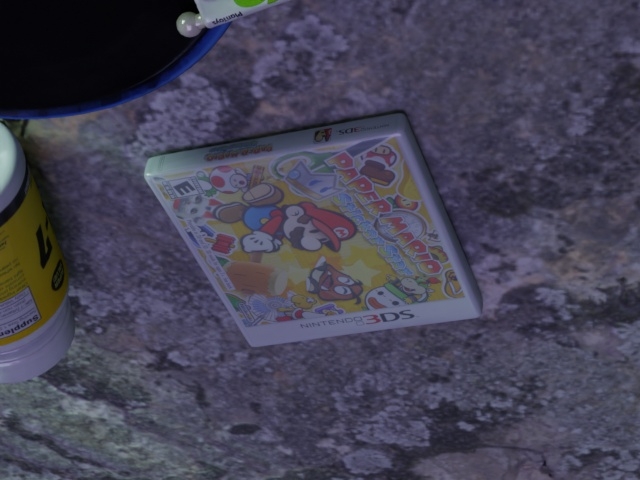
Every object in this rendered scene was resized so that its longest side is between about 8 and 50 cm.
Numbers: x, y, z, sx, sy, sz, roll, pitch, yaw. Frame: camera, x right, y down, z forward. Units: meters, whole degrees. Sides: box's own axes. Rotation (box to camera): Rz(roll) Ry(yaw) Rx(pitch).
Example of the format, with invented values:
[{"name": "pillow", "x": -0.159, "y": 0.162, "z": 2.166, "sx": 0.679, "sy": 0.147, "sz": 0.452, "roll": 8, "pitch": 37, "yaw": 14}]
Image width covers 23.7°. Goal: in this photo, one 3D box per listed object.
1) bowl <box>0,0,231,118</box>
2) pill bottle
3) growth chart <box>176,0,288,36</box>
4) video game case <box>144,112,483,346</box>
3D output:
[{"name": "bowl", "x": -0.215, "y": -0.224, "z": 0.924, "sx": 0.391, "sy": 0.077, "sz": 0.391, "roll": 4, "pitch": 141, "yaw": 3}, {"name": "pill bottle", "x": -0.262, "y": 0.012, "z": 1.180, "sx": 0.119, "sy": 0.119, "sz": 0.208, "roll": 0, "pitch": 140, "yaw": 8}, {"name": "growth chart", "x": -0.089, "y": -0.206, "z": 0.850, "sx": 0.172, "sy": 0.021, "sz": 0.237, "roll": -19, "pitch": 133, "yaw": 29}, {"name": "video game case", "x": 0.000, "y": 0.000, "z": 1.199, "sx": 0.206, "sy": 0.026, "sz": 0.227, "roll": -9, "pitch": 138, "yaw": 18}]
